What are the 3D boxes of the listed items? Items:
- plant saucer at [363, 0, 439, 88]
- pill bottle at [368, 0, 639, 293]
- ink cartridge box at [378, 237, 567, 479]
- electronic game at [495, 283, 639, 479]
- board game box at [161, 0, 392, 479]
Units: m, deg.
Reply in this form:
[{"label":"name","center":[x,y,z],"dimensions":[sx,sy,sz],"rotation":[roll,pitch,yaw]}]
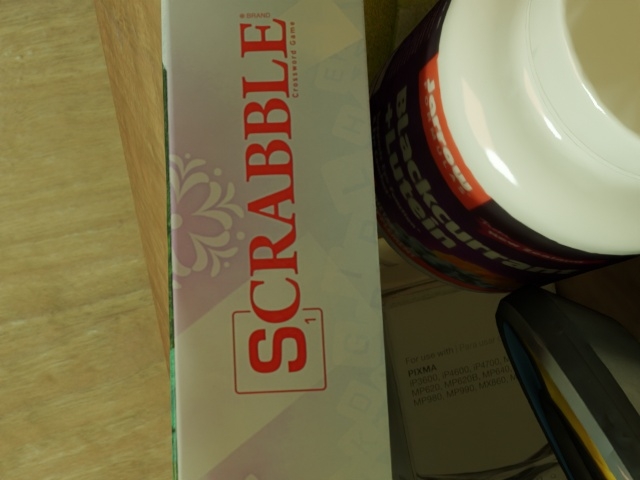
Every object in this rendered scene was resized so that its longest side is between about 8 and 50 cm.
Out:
[{"label":"plant saucer","center":[0.033,-0.130,0.712],"dimensions":[0.188,0.045,0.188],"rotation":[95,158,-57]},{"label":"pill bottle","center":[0.080,-0.044,0.438],"dimensions":[0.193,0.108,0.108],"rotation":[142,114,-77]},{"label":"ink cartridge box","center":[0.068,0.111,0.708],"dimensions":[0.158,0.092,0.218],"rotation":[-158,54,-75]},{"label":"electronic game","center":[0.119,0.117,0.449],"dimensions":[0.229,0.048,0.229],"rotation":[61,180,-1]},{"label":"board game box","center":[-0.022,0.042,0.545],"dimensions":[0.319,0.065,0.318],"rotation":[103,165,-75]}]
